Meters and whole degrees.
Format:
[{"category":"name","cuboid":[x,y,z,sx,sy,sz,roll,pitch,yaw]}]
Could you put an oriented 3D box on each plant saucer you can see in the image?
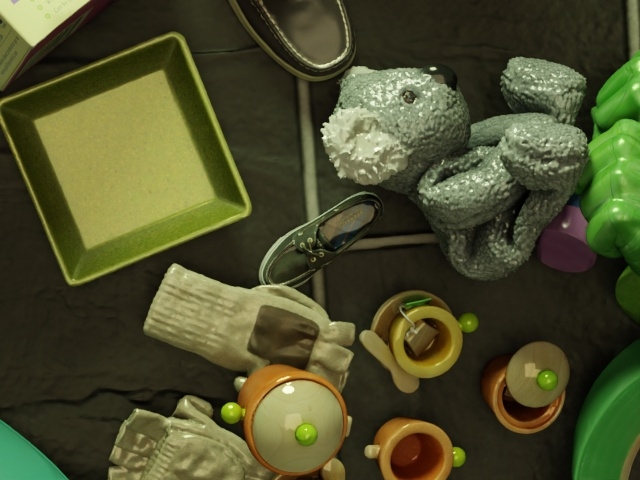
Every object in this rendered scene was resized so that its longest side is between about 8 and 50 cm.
[{"category":"plant saucer","cuboid":[-0.185,-0.077,1.512,0.188,0.045,0.188,-22,95,-4]}]

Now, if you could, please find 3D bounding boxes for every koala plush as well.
[{"category":"koala plush","cuboid":[0.106,-0.082,1.473,0.221,0.196,0.203,23,119,-7]}]

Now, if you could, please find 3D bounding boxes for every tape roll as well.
[{"category":"tape roll","cuboid":[0.398,0.221,1.507,0.321,0.077,0.321,2,111,6]}]

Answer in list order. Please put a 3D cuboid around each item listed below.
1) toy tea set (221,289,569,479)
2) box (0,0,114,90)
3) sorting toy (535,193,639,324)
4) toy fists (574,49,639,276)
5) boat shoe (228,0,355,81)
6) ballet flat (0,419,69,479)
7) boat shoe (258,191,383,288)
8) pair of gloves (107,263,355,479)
[{"category":"toy tea set","cuboid":[0.076,0.164,1.482,0.336,0.124,0.200,-28,106,-10]},{"category":"box","cuboid":[-0.277,-0.299,1.421,0.243,0.117,0.213,48,62,-6]},{"category":"sorting toy","cuboid":[0.386,0.028,1.562,0.366,0.127,0.126,26,60,-3]},{"category":"toy fists","cuboid":[0.304,-0.071,1.474,0.096,0.279,0.142,-30,113,38]},{"category":"boat shoe","cuboid":[-0.053,-0.280,1.494,0.103,0.092,0.285,-26,94,-4]},{"category":"ballet flat","cuboid":[-0.401,0.178,1.463,0.483,0.164,0.182,45,109,0]},{"category":"boat shoe","cuboid":[0.000,0.000,1.535,0.142,0.040,0.049,-37,95,-3]},{"category":"pair of gloves","cuboid":[-0.084,0.153,1.532,0.204,0.042,0.240,14,96,-11]}]
